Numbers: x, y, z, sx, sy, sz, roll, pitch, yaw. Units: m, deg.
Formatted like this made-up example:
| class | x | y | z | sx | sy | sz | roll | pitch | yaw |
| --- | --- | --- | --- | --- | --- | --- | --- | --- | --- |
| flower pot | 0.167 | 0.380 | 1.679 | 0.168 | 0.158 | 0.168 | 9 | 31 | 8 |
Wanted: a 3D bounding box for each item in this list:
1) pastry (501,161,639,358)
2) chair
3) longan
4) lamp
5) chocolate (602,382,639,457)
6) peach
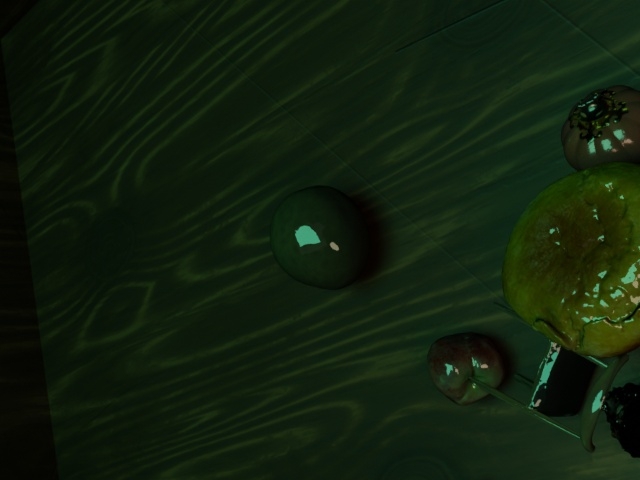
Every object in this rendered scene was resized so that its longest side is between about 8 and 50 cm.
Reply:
| class | x | y | z | sx | sy | sz | roll | pitch | yaw |
| --- | --- | --- | --- | --- | --- | --- | --- | --- | --- |
| pastry | 0.454 | 0.029 | 1.519 | 0.356 | 0.164 | 0.355 | -29 | 52 | 47 |
| chair | 0.438 | 0.241 | 1.666 | 0.272 | 0.166 | 0.188 | 30 | 108 | 46 |
| longan | 0.000 | 0.000 | 2.078 | 0.248 | 0.248 | 0.248 | -4 | 85 | 44 |
| lamp | 0.512 | -0.197 | 1.628 | 0.182 | 0.140 | 0.182 | -26 | 45 | 30 |
| chocolate | 0.552 | 0.294 | 1.595 | 0.133 | 0.156 | 0.156 | -137 | 60 | -69 |
| peach | 0.283 | 0.245 | 1.841 | 0.152 | 0.152 | 0.152 | -4 | 85 | 44 |
